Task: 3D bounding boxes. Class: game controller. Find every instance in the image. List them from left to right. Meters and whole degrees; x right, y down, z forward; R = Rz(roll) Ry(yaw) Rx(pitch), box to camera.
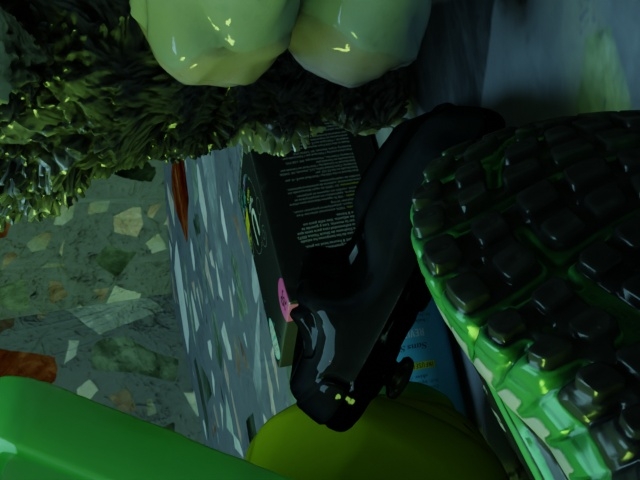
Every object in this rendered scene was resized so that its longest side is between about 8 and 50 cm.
[{"bbox_3d":[0.039,0.002,0.747,0.166,0.067,0.319,-54,3,4],"label":"game controller"}]

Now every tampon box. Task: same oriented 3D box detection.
[{"bbox_3d":[0.000,0.000,1.091,0.120,0.101,0.161,99,159,-60],"label":"tampon box"}]

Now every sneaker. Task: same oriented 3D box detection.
[{"bbox_3d":[0.119,0.078,0.473,0.343,0.134,0.146,-105,4,-47],"label":"sneaker"}]

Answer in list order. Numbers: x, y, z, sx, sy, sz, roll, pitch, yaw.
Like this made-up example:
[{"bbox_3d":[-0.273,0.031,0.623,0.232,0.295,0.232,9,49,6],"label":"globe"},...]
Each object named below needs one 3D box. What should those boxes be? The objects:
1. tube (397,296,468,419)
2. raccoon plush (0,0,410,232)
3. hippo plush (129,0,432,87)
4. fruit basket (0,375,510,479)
[{"bbox_3d":[0.067,0.113,0.936,0.052,0.080,0.207,27,-129,-64],"label":"tube"},{"bbox_3d":[-0.073,-0.098,0.812,0.446,0.299,0.216,-108,14,-66],"label":"raccoon plush"},{"bbox_3d":[0.043,-0.190,0.608,0.294,0.234,0.236,-59,32,-6],"label":"hippo plush"},{"bbox_3d":[0.013,0.183,0.714,0.283,0.392,0.392,96,162,-53],"label":"fruit basket"}]
